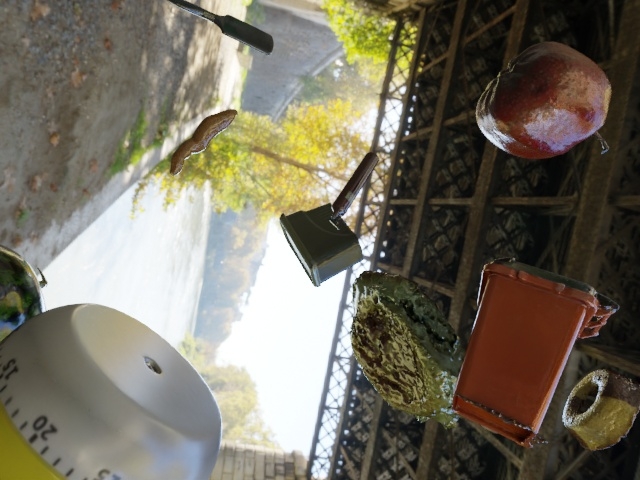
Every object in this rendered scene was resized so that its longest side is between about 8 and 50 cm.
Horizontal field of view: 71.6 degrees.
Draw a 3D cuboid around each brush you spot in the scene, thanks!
[{"bbox_3d":[-0.170,-0.373,0.760,0.016,0.193,0.063,-47,-147,43],"label":"brush"}]

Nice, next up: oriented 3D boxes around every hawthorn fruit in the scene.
[{"bbox_3d":[0.332,-0.184,0.635,0.157,0.193,0.157,-60,-177,5],"label":"hawthorn fruit"}]

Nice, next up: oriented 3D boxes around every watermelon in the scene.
[{"bbox_3d":[-0.606,0.127,0.754,0.269,0.268,0.269,-168,-90,-77],"label":"watermelon"}]

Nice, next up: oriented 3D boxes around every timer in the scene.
[{"bbox_3d":[-0.272,0.233,0.471,0.285,0.285,0.286,-168,-90,-77],"label":"timer"}]

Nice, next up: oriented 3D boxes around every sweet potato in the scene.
[{"bbox_3d":[-0.209,-0.180,0.780,0.179,0.044,0.044,-51,180,-26],"label":"sweet potato"}]

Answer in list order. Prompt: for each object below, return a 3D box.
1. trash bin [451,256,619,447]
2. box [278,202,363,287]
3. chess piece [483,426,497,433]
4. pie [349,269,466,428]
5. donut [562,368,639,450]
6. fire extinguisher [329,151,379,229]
[{"bbox_3d":[0.303,0.167,0.656,0.239,0.184,0.161,-60,153,-23],"label":"trash bin"},{"bbox_3d":[0.000,0.000,1.394,0.274,0.178,0.138,57,-13,41],"label":"box"},{"bbox_3d":[0.290,0.272,0.720,0.038,0.083,0.083,65,-6,-14],"label":"chess piece"},{"bbox_3d":[0.166,0.220,0.884,0.355,0.102,0.288,56,-28,13],"label":"pie"},{"bbox_3d":[0.600,0.356,0.956,0.184,0.073,0.166,-49,171,-16],"label":"donut"},{"bbox_3d":[0.055,-0.087,0.800,0.173,0.035,0.049,-57,-170,-26],"label":"fire extinguisher"}]
